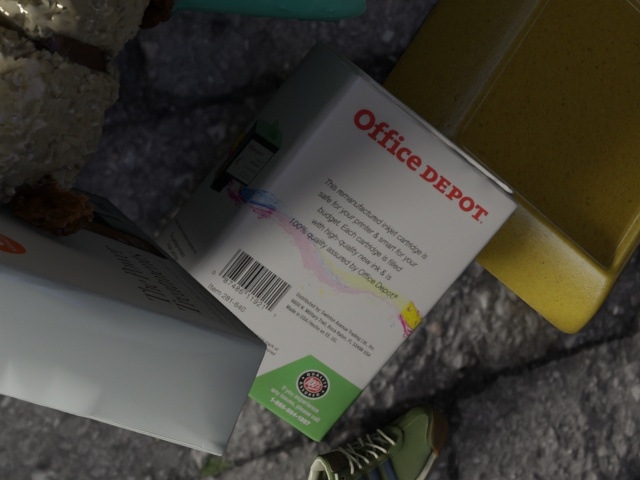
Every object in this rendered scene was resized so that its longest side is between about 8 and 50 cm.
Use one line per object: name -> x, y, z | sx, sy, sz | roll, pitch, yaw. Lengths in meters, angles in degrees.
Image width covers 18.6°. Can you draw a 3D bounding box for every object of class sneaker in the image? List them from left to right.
sneaker -> 0.034, 0.217, 1.801 | 0.086, 0.064, 0.192 | 43, 81, -31

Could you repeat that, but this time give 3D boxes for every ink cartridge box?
ink cartridge box -> 0.000, 0.000, 1.684 | 0.201, 0.117, 0.278 | 36, 97, -27

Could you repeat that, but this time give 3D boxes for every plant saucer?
plant saucer -> 0.240, -0.124, 1.853 | 0.332, 0.081, 0.333 | 38, 80, -26

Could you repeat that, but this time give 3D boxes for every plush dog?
plush dog -> -0.208, -0.141, 1.405 | 0.262, 0.210, 0.225 | 12, 102, -50

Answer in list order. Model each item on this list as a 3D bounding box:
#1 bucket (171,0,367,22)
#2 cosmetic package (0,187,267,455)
bucket -> -0.066, -0.304, 1.565 | 0.183, 0.281, 0.281 | -4, 99, -21
cosmetic package -> -0.241, 0.017, 1.448 | 0.284, 0.377, 0.097 | 17, 99, -29
